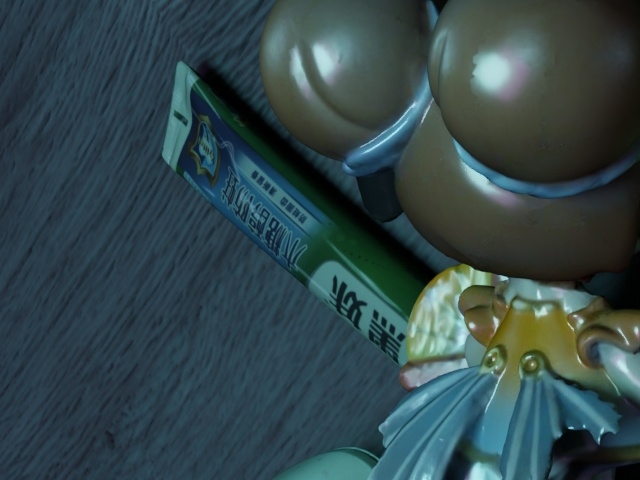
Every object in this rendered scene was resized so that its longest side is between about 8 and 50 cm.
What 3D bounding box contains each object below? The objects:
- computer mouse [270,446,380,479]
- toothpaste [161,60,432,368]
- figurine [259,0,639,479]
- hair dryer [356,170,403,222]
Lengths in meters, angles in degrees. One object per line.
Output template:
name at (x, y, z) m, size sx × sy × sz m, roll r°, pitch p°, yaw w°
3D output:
computer mouse at (0.001, 0.258, 1.359) m, size 0.159 × 0.097 × 0.288 m, roll 60°, pitch 146°, yaw 14°
toothpaste at (0.000, 0.000, 1.311) m, size 0.392 × 0.061 × 0.098 m, roll 40°, pitch 133°, yaw 32°
figurine at (0.115, 0.021, 1.065) m, size 0.277 × 0.248 × 0.388 m, roll 10°, pitch 103°, yaw 47°
hair dryer at (-0.042, -0.183, 1.309) m, size 0.359 × 0.120 × 0.303 m, roll 17°, pitch 127°, yaw 53°
